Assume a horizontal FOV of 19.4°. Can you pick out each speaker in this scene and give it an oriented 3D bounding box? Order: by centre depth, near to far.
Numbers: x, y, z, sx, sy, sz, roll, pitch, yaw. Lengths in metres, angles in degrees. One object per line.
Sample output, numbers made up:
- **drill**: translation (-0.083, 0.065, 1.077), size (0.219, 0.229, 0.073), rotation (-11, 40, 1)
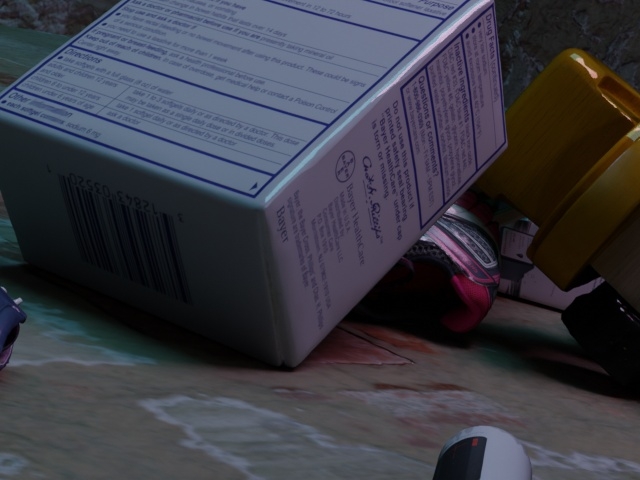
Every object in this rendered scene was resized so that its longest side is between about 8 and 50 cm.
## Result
- **speaker**: translation (0.082, 0.138, 0.974), size (0.055, 0.055, 0.136), rotation (15, 10, 6)

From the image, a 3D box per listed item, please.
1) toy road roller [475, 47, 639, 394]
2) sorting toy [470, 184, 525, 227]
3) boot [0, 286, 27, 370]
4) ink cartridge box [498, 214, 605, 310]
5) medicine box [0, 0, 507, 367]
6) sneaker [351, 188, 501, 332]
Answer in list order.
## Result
- **toy road roller**: translation (0.265, -0.035, 1.563), size (0.240, 0.202, 0.329), rotation (45, 15, 11)
- **sorting toy**: translation (0.127, -0.030, 1.658), size (0.348, 0.047, 0.196), rotation (-22, -21, -5)
- **boot**: translation (-0.216, 0.039, 1.120), size (0.086, 0.069, 0.190), rotation (20, 17, -4)
- **ink cartridge box**: translation (0.194, 0.006, 1.830), size (0.191, 0.082, 0.139), rotation (14, 9, 9)
- **medicine box**: translation (-0.049, -0.081, 1.381), size (0.263, 0.149, 0.289), rotation (20, 47, 33)
- **sneaker**: translation (0.000, 0.000, 1.512), size (0.299, 0.120, 0.112), rotation (6, 39, -1)
